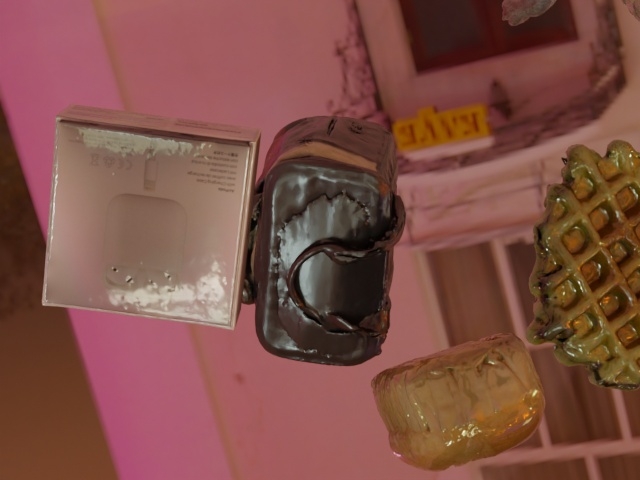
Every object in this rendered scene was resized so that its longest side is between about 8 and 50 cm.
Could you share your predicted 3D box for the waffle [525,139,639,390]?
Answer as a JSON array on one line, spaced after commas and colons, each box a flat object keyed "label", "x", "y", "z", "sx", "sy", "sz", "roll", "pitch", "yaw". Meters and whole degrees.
[{"label": "waffle", "x": 0.398, "y": 0.031, "z": 1.612, "sx": 0.297, "sy": 0.317, "sz": 0.073, "roll": 11, "pitch": 177, "yaw": -11}]

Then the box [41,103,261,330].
[{"label": "box", "x": -0.112, "y": -0.015, "z": 0.853, "sx": 0.130, "sy": 0.129, "sz": 0.051, "roll": 8, "pitch": -164, "yaw": 1}]

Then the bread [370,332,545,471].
[{"label": "bread", "x": 0.127, "y": 0.154, "z": 1.211, "sx": 0.140, "sy": 0.106, "sz": 0.236, "roll": -20, "pitch": 176, "yaw": -8}]

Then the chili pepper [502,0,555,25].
[{"label": "chili pepper", "x": 0.267, "y": -0.298, "z": 1.560, "sx": 0.153, "sy": 0.041, "sz": 0.050, "roll": -31, "pitch": -152, "yaw": 50}]

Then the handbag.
[{"label": "handbag", "x": 0.000, "y": 0.000, "z": 1.410, "sx": 0.181, "sy": 0.254, "sz": 0.181, "roll": 6, "pitch": -156, "yaw": 4}]

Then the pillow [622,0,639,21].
[{"label": "pillow", "x": 0.293, "y": -0.193, "z": 0.724, "sx": 0.274, "sy": 0.076, "sz": 0.280, "roll": -49, "pitch": -154, "yaw": 24}]
